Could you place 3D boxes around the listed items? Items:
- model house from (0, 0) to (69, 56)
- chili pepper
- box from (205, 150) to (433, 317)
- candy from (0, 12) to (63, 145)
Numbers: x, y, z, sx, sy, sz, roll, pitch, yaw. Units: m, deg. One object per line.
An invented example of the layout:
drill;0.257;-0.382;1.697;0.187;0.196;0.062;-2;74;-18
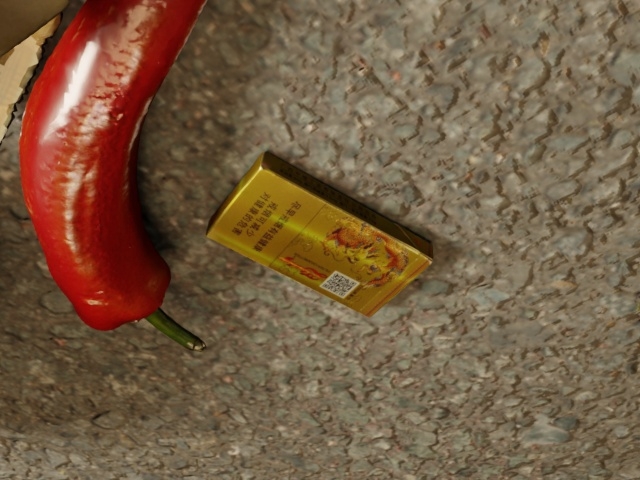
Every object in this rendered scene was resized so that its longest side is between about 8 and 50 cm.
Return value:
model house;-0.218;-0.126;0.353;0.176;0.248;0.181;18;157;47
chili pepper;-0.134;-0.040;0.569;0.137;0.092;0.368;10;135;-3
box;0.000;0.000;0.643;0.156;0.022;0.089;26;132;-19
candy;-0.301;-0.138;0.492;0.271;0.101;0.143;19;126;-21
